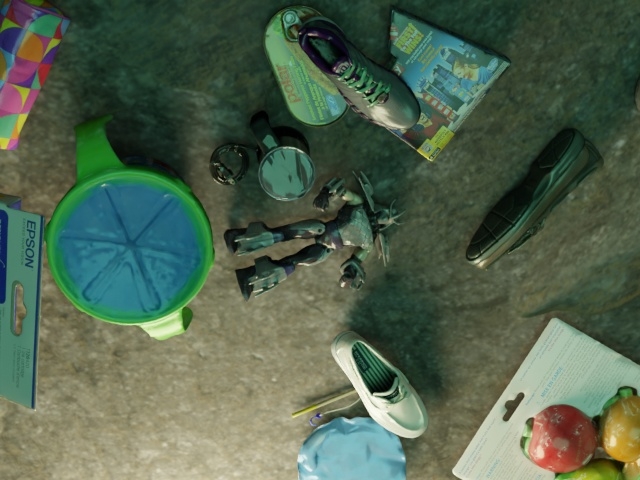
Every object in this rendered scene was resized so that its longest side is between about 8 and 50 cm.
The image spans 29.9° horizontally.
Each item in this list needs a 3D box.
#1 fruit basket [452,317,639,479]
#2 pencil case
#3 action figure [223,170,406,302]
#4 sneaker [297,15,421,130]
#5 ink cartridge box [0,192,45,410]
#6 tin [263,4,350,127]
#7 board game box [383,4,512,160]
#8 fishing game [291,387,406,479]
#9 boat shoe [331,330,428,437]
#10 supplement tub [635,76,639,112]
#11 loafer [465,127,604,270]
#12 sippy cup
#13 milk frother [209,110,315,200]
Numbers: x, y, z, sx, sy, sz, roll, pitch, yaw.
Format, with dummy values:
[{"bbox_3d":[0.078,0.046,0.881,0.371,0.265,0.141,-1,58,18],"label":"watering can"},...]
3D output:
[{"bbox_3d":[0.454,0.343,2.009,0.353,0.165,0.327,30,103,3],"label":"fruit basket"},{"bbox_3d":[-0.450,-0.247,1.752,0.104,0.104,0.236,24,107,-12],"label":"pencil case"},{"bbox_3d":[0.000,0.000,1.868,0.285,0.099,0.185,-18,103,-2],"label":"action figure"},{"bbox_3d":[0.050,-0.232,1.740,0.224,0.098,0.083,39,107,-5],"label":"sneaker"},{"bbox_3d":[-0.524,0.069,1.792,0.307,0.072,0.303,13,107,21],"label":"ink cartridge box"},{"bbox_3d":[-0.020,-0.264,1.811,0.106,0.040,0.189,-21,108,-2],"label":"tin"},{"bbox_3d":[0.152,-0.256,1.814,0.194,0.060,0.194,36,104,-12],"label":"board game box"},{"bbox_3d":[0.052,0.383,2.027,0.189,0.041,0.264,-27,99,3],"label":"fishing game"},{"bbox_3d":[0.102,0.244,1.954,0.226,0.076,0.083,46,80,-15],"label":"boat shoe"},{"bbox_3d":[0.555,-0.206,1.794,0.117,0.190,0.117,-1,107,-4],"label":"supplement tub"},{"bbox_3d":[0.341,-0.050,1.883,0.084,0.096,0.267,35,100,-20],"label":"loafer"},{"bbox_3d":[-0.274,-0.021,1.769,0.240,0.224,0.305,15,106,-9],"label":"sippy cup"},{"bbox_3d":[-0.090,-0.110,1.803,0.129,0.135,0.143,40,101,-14],"label":"milk frother"}]
